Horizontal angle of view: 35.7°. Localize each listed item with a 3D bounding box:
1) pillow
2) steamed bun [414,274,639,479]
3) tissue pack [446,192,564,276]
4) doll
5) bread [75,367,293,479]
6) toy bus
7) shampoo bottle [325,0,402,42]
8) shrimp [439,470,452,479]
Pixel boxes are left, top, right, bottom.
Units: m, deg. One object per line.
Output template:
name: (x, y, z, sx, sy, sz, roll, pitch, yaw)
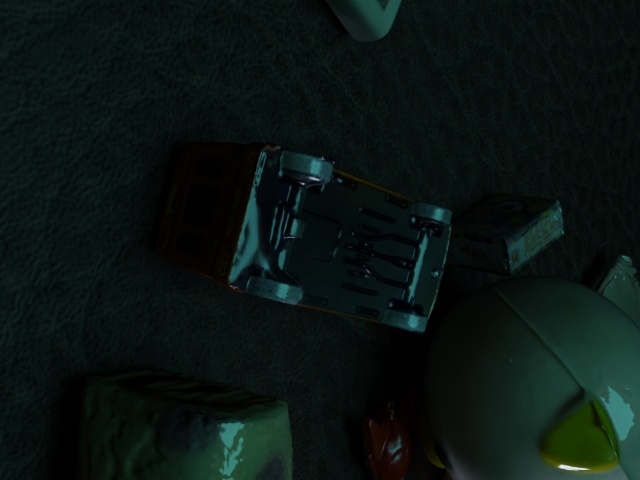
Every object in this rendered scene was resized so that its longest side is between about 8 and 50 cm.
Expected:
pillow: (0.528, 0.149, 1.762, 0.173, 0.067, 0.270, -54, 134, -22)
steamed bun: (0.291, 0.218, 1.268, 0.334, 0.333, 0.374, -59, 137, -24)
tissue pack: (0.246, -0.010, 1.341, 0.148, 0.108, 0.060, -32, 121, -42)
doll: (0.089, 0.276, 1.253, 0.109, 0.057, 0.169, -26, 117, -48)
bread: (-0.128, 0.291, 0.886, 0.155, 0.187, 0.338, -9, 106, -55)
toy bus: (0.000, 0.000, 1.006, 0.329, 0.153, 0.143, 16, 87, -50)
shampoo bottle: (-0.004, -0.331, 0.994, 0.284, 0.071, 0.153, 28, 79, -48)
shrimp: (0.244, 0.403, 1.477, 0.290, 0.054, 0.222, -28, 119, -45)
